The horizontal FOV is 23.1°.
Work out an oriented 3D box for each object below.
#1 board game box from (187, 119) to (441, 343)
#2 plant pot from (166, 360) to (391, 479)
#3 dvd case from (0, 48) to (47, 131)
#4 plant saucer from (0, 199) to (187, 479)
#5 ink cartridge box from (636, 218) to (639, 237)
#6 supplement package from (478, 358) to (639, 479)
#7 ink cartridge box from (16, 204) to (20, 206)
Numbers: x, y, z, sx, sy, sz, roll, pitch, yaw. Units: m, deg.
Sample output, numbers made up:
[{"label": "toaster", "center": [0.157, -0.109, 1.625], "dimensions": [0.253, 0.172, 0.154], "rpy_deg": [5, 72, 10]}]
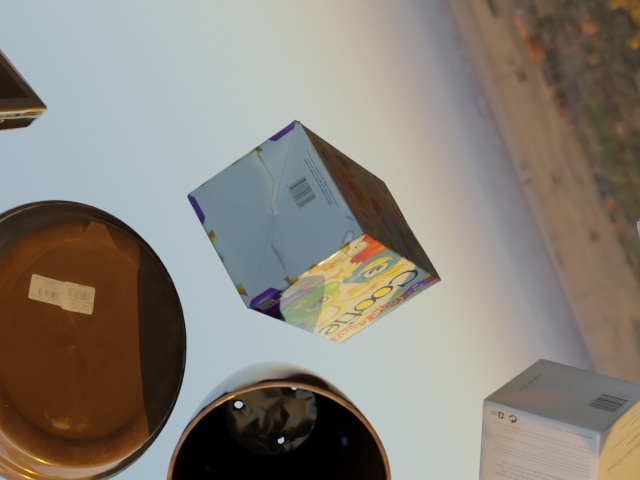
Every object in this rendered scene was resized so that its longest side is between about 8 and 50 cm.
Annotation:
[{"label": "board game box", "center": [0.000, 0.000, 1.650], "dimensions": [0.144, 0.142, 0.275], "rpy_deg": [61, -168, 20]}, {"label": "plant pot", "center": [-0.045, 0.210, 1.601], "dimensions": [0.230, 0.215, 0.215], "rpy_deg": [-103, -9, -76]}, {"label": "dvd case", "center": [-0.265, -0.138, 0.948], "dimensions": [0.179, 0.029, 0.239], "rpy_deg": [51, -171, 0]}, {"label": "plant saucer", "center": [-0.235, 0.097, 1.474], "dimensions": [0.041, 0.278, 0.278], "rpy_deg": [-9, 108, 51]}, {"label": "ink cartridge box", "center": [0.402, 0.069, 1.565], "dimensions": [0.148, 0.086, 0.203], "rpy_deg": [4, -107, -54]}, {"label": "supplement package", "center": [0.253, 0.270, 1.639], "dimensions": [0.139, 0.134, 0.244], "rpy_deg": [-26, -57, -51]}, {"label": "ink cartridge box", "center": [-0.333, 0.068, 1.912], "dimensions": [0.062, 0.109, 0.209], "rpy_deg": [28, -107, -71]}]
